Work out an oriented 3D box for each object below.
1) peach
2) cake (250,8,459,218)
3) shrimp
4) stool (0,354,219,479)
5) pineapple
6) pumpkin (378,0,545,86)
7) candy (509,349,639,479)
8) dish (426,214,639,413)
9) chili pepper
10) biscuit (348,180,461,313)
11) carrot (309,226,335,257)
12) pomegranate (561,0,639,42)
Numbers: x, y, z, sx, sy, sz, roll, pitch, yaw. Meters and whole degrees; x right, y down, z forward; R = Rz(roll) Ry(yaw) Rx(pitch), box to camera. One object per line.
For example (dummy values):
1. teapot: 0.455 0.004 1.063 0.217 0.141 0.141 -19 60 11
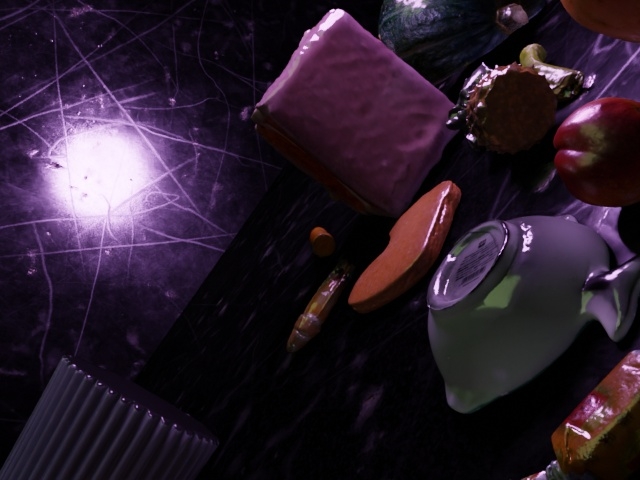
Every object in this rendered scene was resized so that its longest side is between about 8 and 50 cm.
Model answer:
1. peach: 0.254 -0.077 0.578 0.101 0.100 0.101 -49 13 16
2. cake: 0.054 -0.210 1.163 0.230 0.309 0.237 -52 10 -8
3. shrimp: 0.000 0.109 1.101 0.180 0.041 0.099 -56 -1 -9
4. stool: -0.374 0.397 1.075 0.330 0.297 0.297 -60 14 -13
5. pineapple: 0.232 -0.176 0.897 0.119 0.111 0.237 -32 10 3
6. pumpkin: 0.233 -0.421 1.208 0.293 0.197 0.263 -44 16 -26
7. candy: 0.184 0.116 0.413 0.182 0.046 0.053 -46 10 4
8. dish: 0.165 0.041 0.601 0.224 0.078 0.246 -57 14 -23
9. chili pepper: 0.304 -0.226 0.911 0.202 0.050 0.052 -84 -3 -63
10. biscuit: 0.114 0.011 0.955 0.186 0.036 0.192 -38 18 51
11. carrot: 0.000 0.000 1.361 0.048 0.048 0.139 -52 11 3
12. pomegranate: 0.336 -0.298 0.647 0.209 0.209 0.209 -49 13 16
